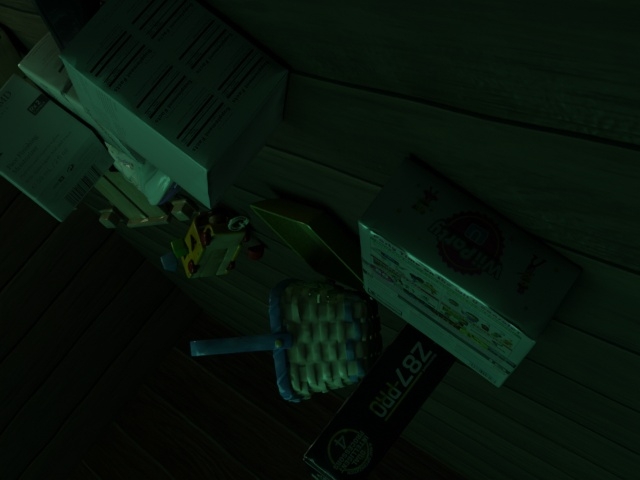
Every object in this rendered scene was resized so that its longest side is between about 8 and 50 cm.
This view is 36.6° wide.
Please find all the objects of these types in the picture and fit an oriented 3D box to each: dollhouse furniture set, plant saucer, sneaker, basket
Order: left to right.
[{"bbox_3d":[-0.472,-0.188,2.194,0.356,0.173,0.303,-4,142,36],"label":"dollhouse furniture set"},{"bbox_3d":[-0.328,-0.147,1.769,0.152,0.114,0.305,43,167,-22],"label":"sneaker"},{"bbox_3d":[-0.047,0.164,1.611,0.255,0.289,0.201,14,-113,-80],"label":"basket"},{"bbox_3d":[0.000,0.000,1.529,0.188,0.045,0.188,45,166,-32],"label":"plant saucer"}]

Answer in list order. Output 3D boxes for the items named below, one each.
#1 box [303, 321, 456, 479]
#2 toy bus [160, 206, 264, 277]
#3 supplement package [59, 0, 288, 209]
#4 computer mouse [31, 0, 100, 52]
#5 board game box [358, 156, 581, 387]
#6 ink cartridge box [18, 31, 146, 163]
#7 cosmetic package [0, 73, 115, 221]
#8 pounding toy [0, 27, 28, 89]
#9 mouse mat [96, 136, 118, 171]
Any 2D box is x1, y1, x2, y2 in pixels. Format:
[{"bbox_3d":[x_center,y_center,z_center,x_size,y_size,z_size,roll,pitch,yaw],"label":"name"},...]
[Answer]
[{"bbox_3d":[0.103,0.243,1.475,0.097,0.318,0.395,36,167,10],"label":"box"},{"bbox_3d":[-0.219,-0.010,1.967,0.104,0.202,0.191,66,-170,28],"label":"toy bus"},{"bbox_3d":[-0.162,-0.171,1.120,0.203,0.149,0.194,38,169,2],"label":"supplement package"},{"bbox_3d":[-0.298,-0.295,1.183,0.272,0.072,0.188,72,-177,-60],"label":"computer mouse"},{"bbox_3d":[0.160,0.049,1.132,0.224,0.097,0.303,35,169,12],"label":"board game box"},{"bbox_3d":[-0.376,-0.240,1.622,0.218,0.092,0.158,34,169,28],"label":"ink cartridge box"},{"bbox_3d":[-0.487,-0.158,1.674,0.184,0.151,0.151,36,170,11],"label":"cosmetic package"},{"bbox_3d":[-0.690,-0.414,1.916,0.181,0.094,0.206,36,159,33],"label":"pounding toy"},{"bbox_3d":[-0.433,-0.203,1.899,0.152,0.007,0.189,63,178,-6],"label":"mouse mat"}]
